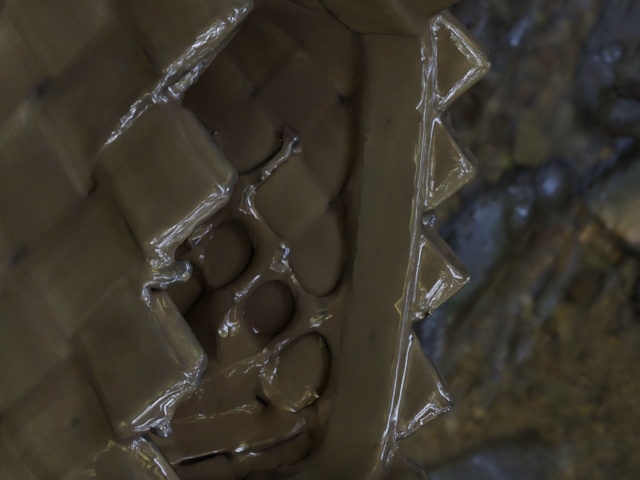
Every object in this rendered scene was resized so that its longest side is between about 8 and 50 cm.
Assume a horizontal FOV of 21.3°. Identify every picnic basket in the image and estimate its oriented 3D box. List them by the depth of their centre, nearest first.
[{"bbox_3d":[0.000,0.000,0.605,0.291,0.321,0.254,12,84,-69],"label":"picnic basket"}]
